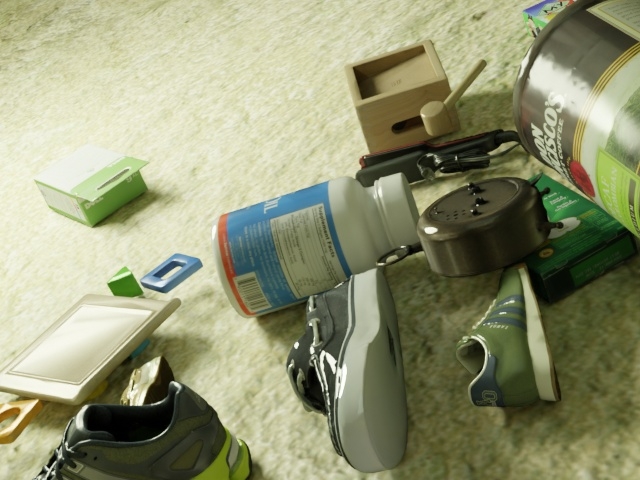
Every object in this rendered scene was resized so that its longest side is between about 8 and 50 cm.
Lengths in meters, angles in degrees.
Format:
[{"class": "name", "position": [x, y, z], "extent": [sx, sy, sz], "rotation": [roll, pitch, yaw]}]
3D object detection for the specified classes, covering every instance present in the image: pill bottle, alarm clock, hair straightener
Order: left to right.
[{"class": "pill bottle", "position": [0.000, 0.000, 1.349], "extent": [0.221, 0.124, 0.124], "rotation": [-17, 27, 10]}, {"class": "hair straightener", "position": [0.151, -0.090, 1.497], "extent": [0.230, 0.047, 0.089], "rotation": [-8, 30, 18]}, {"class": "alarm clock", "position": [0.144, -0.011, 1.223], "extent": [0.192, 0.064, 0.129], "rotation": [-22, 19, 10]}]

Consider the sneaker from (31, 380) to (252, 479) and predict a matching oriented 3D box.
[{"class": "sneaker", "position": [-0.221, 0.218, 1.123], "extent": [0.300, 0.121, 0.111], "rotation": [-25, 27, -3]}]

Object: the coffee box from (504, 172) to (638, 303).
[{"class": "coffee box", "position": [0.236, -0.007, 1.272], "extent": [0.113, 0.040, 0.184], "rotation": [-28, 28, -11]}]

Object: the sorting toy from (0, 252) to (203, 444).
[{"class": "sorting toy", "position": [-0.272, 0.133, 1.406], "extent": [0.196, 0.047, 0.348], "rotation": [-2, 33, 42]}]

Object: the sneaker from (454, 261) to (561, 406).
[{"class": "sneaker", "position": [0.165, 0.088, 1.126], "extent": [0.086, 0.064, 0.192], "rotation": [-14, 30, 9]}]

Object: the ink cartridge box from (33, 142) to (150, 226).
[{"class": "ink cartridge box", "position": [-0.334, -0.081, 1.818], "extent": [0.109, 0.062, 0.209], "rotation": [-36, 30, -25]}]

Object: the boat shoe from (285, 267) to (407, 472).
[{"class": "boat shoe", "position": [0.018, 0.122, 1.134], "extent": [0.102, 0.108, 0.301], "rotation": [-17, 25, 10]}]

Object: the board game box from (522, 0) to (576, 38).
[{"class": "board game box", "position": [0.473, -0.348, 1.708], "extent": [0.317, 0.046, 0.213], "rotation": [-26, 28, -6]}]

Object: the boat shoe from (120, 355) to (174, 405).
[{"class": "boat shoe", "position": [-0.185, 0.170, 1.270], "extent": [0.045, 0.050, 0.135], "rotation": [-22, 17, 10]}]

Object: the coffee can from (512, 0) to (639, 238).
[{"class": "coffee can", "position": [0.337, -0.101, 1.146], "extent": [0.201, 0.201, 0.275], "rotation": [-27, 36, -8]}]

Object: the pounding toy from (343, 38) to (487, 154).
[{"class": "pounding toy", "position": [0.140, -0.176, 1.602], "extent": [0.181, 0.094, 0.206], "rotation": [-17, 34, 4]}]
